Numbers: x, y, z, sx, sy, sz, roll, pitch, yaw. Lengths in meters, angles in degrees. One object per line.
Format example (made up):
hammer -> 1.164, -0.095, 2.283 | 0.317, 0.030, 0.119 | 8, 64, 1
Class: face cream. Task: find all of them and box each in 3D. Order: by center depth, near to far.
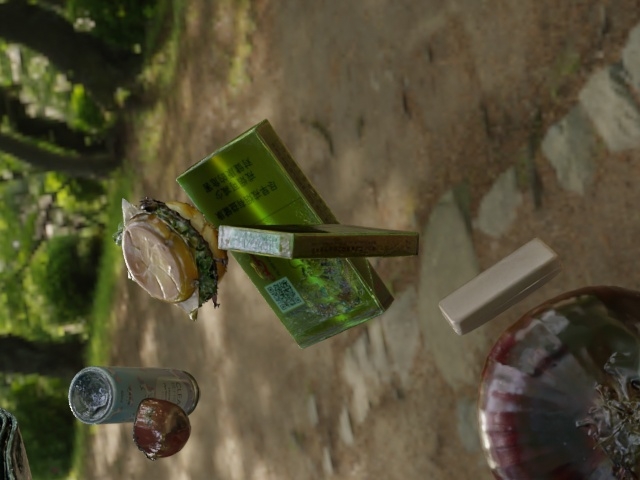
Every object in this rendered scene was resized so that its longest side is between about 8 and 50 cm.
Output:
face cream -> -0.234, 0.204, 1.599 | 0.229, 0.075, 0.075 | 12, -117, -63

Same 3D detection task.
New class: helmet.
helmet -> -0.163, 0.205, 1.305 | 0.084, 0.049, 0.065 | 53, -140, -58

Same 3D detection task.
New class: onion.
onion -> 0.296, 0.184, 1.296 | 0.285, 0.273, 0.273 | 5, -104, -88

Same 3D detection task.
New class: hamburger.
hamburger -> -0.199, 0.012, 1.644 | 0.190, 0.093, 0.164 | 35, 138, 22

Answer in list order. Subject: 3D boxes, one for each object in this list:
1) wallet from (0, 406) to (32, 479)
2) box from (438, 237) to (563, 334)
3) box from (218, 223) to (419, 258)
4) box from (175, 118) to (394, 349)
wallet -> -0.288, 0.325, 1.136 | 0.290, 0.054, 0.251 | -122, 25, -64
box -> 0.164, 0.043, 1.101 | 0.025, 0.115, 0.048 | 56, 180, -30
box -> 0.000, 0.000, 1.329 | 0.121, 0.193, 0.030 | 8, 95, 46
box -> -0.050, -0.003, 1.690 | 0.173, 0.043, 0.311 | -28, 102, 39
